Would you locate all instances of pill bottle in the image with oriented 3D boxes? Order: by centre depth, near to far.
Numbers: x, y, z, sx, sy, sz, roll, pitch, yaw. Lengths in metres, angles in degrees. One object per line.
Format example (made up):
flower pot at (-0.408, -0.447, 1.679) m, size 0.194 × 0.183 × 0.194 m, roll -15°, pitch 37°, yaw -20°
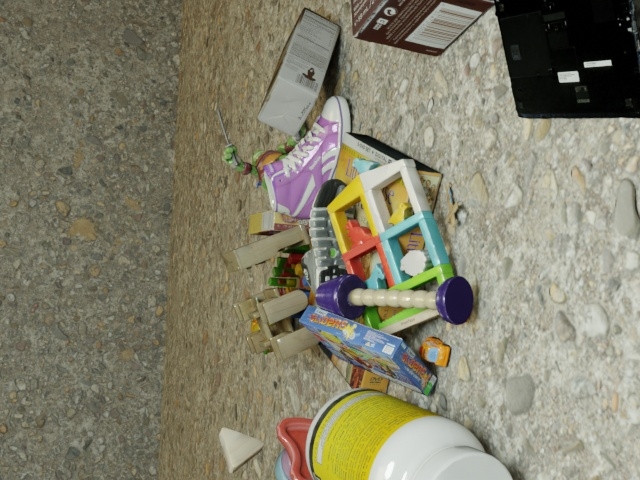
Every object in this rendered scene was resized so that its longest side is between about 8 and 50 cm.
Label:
pill bottle at (0.120, 0.331, 1.042) m, size 0.334 × 0.187 × 0.188 m, roll 178°, pitch 96°, yaw -68°

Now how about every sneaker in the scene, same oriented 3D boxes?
sneaker at (0.000, 0.000, 1.375) m, size 0.132 × 0.086 × 0.229 m, roll -177°, pitch 90°, yaw -69°
sneaker at (-0.035, -0.180, 1.562) m, size 0.102 × 0.160 × 0.282 m, roll -130°, pitch 51°, yaw -62°

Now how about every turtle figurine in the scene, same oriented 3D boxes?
turtle figurine at (-0.128, -0.226, 1.747) m, size 0.266 × 0.197 × 0.275 m, roll -137°, pitch 52°, yaw -58°

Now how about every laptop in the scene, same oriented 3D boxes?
laptop at (0.337, -0.295, 0.891) m, size 0.234 × 0.136 × 0.265 m, roll 22°, pitch 131°, yaw 67°

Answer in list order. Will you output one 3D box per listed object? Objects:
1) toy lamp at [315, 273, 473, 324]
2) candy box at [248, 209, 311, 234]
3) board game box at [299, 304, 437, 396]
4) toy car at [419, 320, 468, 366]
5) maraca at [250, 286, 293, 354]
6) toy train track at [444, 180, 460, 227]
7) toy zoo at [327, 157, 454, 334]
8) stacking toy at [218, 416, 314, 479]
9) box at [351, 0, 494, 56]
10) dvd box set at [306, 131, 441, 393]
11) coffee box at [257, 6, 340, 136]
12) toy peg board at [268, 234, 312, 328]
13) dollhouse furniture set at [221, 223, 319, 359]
toy lamp at (0.100, 0.089, 1.127) m, size 0.274 × 0.080 × 0.080 m, roll -4°, pitch 81°, yaw 47°
candy box at (-0.091, -0.039, 1.727) m, size 0.186 × 0.109 × 0.053 m, roll 177°, pitch 98°, yaw -66°
board game box at (0.075, 0.176, 1.172) m, size 0.201 × 0.136 × 0.035 m, roll 16°, pitch 66°, yaw 43°
toy car at (0.184, 0.140, 1.122) m, size 0.060 × 0.040 × 0.122 m, roll -120°, pitch 41°, yaw -54°
maraca at (-0.113, 0.185, 1.751) m, size 0.127 × 0.099 × 0.186 m, roll 113°, pitch 170°, yaw -52°
toy train track at (0.208, -0.057, 1.145) m, size 0.048 × 0.014 × 0.083 m, roll 115°, pitch 157°, yaw -53°
toy zoo at (0.108, -0.001, 1.191) m, size 0.192 × 0.030 × 0.293 m, roll -31°, pitch 70°, yaw 43°
stacking toy at (-0.065, 0.489, 1.342) m, size 0.309 × 0.279 × 0.130 m, roll -105°, pitch 31°, yaw -48°
box at (0.153, -0.433, 1.157) m, size 0.168 × 0.166 × 0.203 m, roll 143°, pitch 129°, yaw -60°
dvd box set at (0.081, 0.034, 1.362) m, size 0.307 × 0.062 × 0.421 m, roll -135°, pitch 54°, yaw -60°
coffee box at (-0.046, -0.372, 1.606) m, size 0.141 × 0.098 × 0.247 m, roll -51°, pitch 19°, yaw 50°
toy peg board at (-0.055, 0.095, 1.651) m, size 0.161 × 0.079 × 0.161 m, roll -110°, pitch 33°, yaw -46°
dollhouse furniture set at (-0.080, 0.110, 1.525) m, size 0.212 × 0.160 × 0.242 m, roll -14°, pitch 97°, yaw 67°
